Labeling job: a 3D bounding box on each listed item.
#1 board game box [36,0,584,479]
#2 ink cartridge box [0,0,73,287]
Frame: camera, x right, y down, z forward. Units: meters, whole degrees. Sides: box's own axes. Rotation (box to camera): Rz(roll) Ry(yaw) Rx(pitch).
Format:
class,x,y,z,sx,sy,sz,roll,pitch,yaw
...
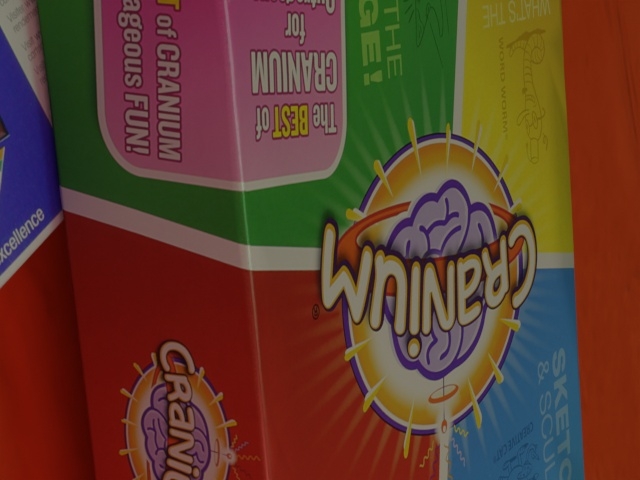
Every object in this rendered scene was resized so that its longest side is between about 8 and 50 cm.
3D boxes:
class,x,y,z,sx,sy,sz,roll,pitch,yaw
board game box,0.015,-0.002,0.475,0.242,0.064,0.316,-24,112,-57
ink cartridge box,-0.116,-0.092,0.360,0.206,0.045,0.208,-54,135,-41
